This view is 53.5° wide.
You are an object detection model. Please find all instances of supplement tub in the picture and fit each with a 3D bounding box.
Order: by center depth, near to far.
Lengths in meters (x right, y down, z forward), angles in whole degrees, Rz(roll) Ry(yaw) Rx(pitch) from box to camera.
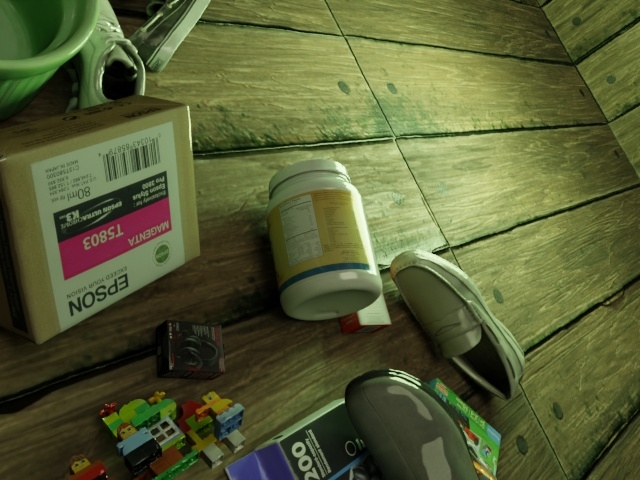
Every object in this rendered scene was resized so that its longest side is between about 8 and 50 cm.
[{"bbox_3d":[0.000,0.000,0.909,0.144,0.144,0.200,10,58,-39],"label":"supplement tub"}]

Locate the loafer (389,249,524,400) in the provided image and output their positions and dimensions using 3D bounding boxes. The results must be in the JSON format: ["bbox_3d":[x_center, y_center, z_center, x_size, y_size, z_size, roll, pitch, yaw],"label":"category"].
[{"bbox_3d":[0.235,0.143,1.066,0.319,0.112,0.111,42,34,-16],"label":"loafer"}]

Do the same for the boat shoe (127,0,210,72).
[{"bbox_3d":[-0.226,-0.349,0.972,0.070,0.077,0.219,37,46,-22],"label":"boat shoe"}]

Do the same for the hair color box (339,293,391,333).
[{"bbox_3d":[0.056,0.072,0.993,0.071,0.043,0.141,6,62,-41],"label":"hair color box"}]

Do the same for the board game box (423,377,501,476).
[{"bbox_3d":[0.196,0.341,0.956,0.160,0.039,0.212,42,44,-15],"label":"board game box"}]

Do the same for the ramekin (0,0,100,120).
[{"bbox_3d":[-0.414,-0.271,0.687,0.303,0.148,0.304,23,51,-32],"label":"ramekin"}]

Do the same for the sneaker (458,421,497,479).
[{"bbox_3d":[0.194,0.311,0.887,0.215,0.084,0.083,58,20,-7],"label":"sneaker"}]

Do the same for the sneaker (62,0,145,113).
[{"bbox_3d":[-0.278,-0.233,0.819,0.110,0.118,0.292,1,63,-41],"label":"sneaker"}]

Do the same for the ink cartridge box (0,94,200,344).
[{"bbox_3d":[-0.239,-0.034,0.668,0.234,0.088,0.194,-35,132,-49],"label":"ink cartridge box"}]

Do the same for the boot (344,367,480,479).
[{"bbox_3d":[0.142,0.322,0.735,0.338,0.118,0.223,52,16,-6],"label":"boot"}]

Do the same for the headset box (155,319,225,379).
[{"bbox_3d":[-0.153,0.132,0.763,0.083,0.032,0.062,13,56,-37],"label":"headset box"}]

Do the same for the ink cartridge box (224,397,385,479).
[{"bbox_3d":[0.009,0.326,0.783,0.208,0.045,0.206,-17,78,-47],"label":"ink cartridge box"}]

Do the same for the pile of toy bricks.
[{"bbox_3d":[-0.182,0.203,0.651,0.105,0.118,0.212,37,43,29],"label":"pile of toy bricks"}]
